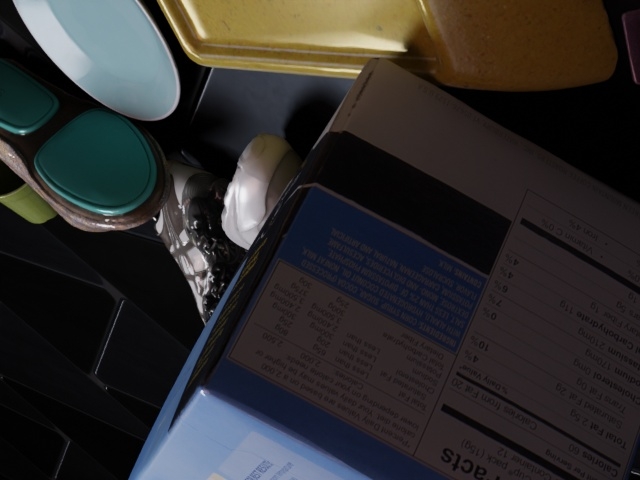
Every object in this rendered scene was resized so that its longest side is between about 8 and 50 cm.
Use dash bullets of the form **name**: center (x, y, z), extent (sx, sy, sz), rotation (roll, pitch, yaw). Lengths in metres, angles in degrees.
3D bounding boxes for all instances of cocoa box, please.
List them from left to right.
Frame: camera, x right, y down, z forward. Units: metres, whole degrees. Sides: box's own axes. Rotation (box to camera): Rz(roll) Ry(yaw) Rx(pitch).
- **cocoa box**: center (0.035, 0.099, 0.792), extent (0.231, 0.228, 0.347), rotation (29, 153, -4)

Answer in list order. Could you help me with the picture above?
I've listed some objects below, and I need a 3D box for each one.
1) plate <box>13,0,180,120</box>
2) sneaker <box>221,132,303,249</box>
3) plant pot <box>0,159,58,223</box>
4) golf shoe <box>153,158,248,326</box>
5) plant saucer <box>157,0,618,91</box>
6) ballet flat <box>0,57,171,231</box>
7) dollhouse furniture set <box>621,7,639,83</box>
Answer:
- **plate**: center (-0.182, -0.178, 1.015), extent (0.188, 0.024, 0.188), rotation (30, 150, 20)
- **sneaker**: center (0.000, 0.000, 0.992), extent (0.115, 0.090, 0.232), rotation (18, 154, 26)
- **plant pot**: center (-0.308, -0.059, 1.300), extent (0.083, 0.083, 0.079), rotation (22, 159, 32)
- **golf shoe**: center (-0.104, 0.003, 1.138), extent (0.094, 0.077, 0.198), rotation (37, 147, 31)
- **plant saucer**: center (-0.027, -0.212, 0.712), extent (0.333, 0.081, 0.333), rotation (11, 140, 43)
- **ballet flat**: center (-0.225, -0.075, 1.129), extent (0.316, 0.107, 0.106), rotation (38, 160, 38)
- **dollhouse furniture set**: center (0.182, -0.148, 0.616), extent (0.081, 0.091, 0.114), rotation (-86, -18, -75)
